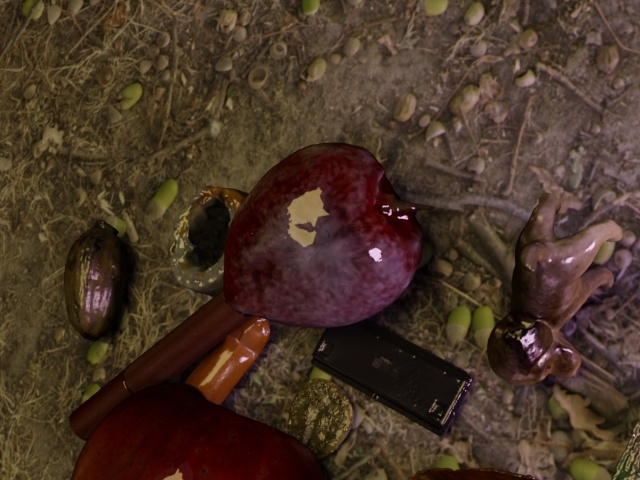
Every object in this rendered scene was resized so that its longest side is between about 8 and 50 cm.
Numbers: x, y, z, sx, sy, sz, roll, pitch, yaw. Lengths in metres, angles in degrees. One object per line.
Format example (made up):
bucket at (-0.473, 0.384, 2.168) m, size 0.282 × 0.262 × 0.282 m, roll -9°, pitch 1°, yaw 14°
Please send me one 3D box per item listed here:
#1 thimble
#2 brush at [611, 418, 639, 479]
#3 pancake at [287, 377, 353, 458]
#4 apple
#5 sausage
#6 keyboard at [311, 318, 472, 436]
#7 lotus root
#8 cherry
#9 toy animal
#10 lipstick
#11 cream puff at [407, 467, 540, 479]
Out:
thimble at (-0.125, 0.006, 2.048) m, size 0.127 × 0.118 × 0.151 m, roll 22°, pitch 90°, yaw 39°
brush at (0.342, 0.316, 1.696) m, size 0.054 × 0.048 × 0.282 m, roll 24°, pitch 91°, yaw 36°
pancake at (-0.003, 0.235, 1.957) m, size 0.108 × 0.017 × 0.108 m, roll -12°, pitch 69°, yaw 33°
apple at (-0.185, 0.373, 1.941) m, size 0.365 × 0.295 × 0.329 m, roll -62°, pitch 24°, yaw 7°
sausage at (-0.131, 0.170, 2.039) m, size 0.062 × 0.054 × 0.183 m, roll 35°, pitch 95°, yaw 2°
keyboard at (0.088, 0.167, 1.916) m, size 0.230 × 0.025 × 0.094 m, roll 27°, pitch 89°, yaw 36°
lotus root at (-0.332, 0.058, 2.186) m, size 0.080 × 0.089 × 0.179 m, roll 164°, pitch 115°, yaw -69°
cherry at (0.000, 0.000, 1.907) m, size 0.300 × 0.203 × 0.230 m, roll -30°, pitch 101°, yaw 16°
toy animal at (0.271, 0.062, 1.751) m, size 0.121 × 0.233 × 0.168 m, roll 29°, pitch 51°, yaw 25°
lipstick at (-0.220, 0.170, 2.058) m, size 0.356 × 0.057 × 0.057 m, roll -38°, pitch 58°, yaw 28°
cream puff at (0.180, 0.357, 1.713) m, size 0.183 × 0.183 × 0.169 m, roll 6°, pitch 93°, yaw 34°
